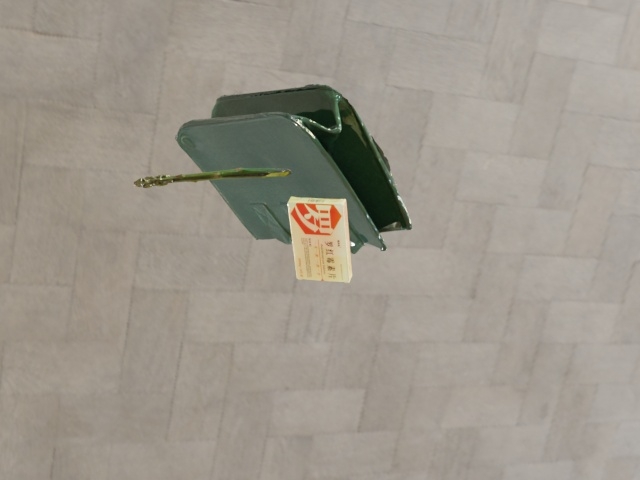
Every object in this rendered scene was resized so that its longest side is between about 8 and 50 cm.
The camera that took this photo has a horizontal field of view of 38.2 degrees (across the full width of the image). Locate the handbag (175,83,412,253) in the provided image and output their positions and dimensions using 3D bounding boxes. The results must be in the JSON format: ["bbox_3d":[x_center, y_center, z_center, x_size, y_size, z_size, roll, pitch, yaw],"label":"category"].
[{"bbox_3d":[-0.040,-0.094,1.267,0.089,0.326,0.238,-46,118,-26],"label":"handbag"}]

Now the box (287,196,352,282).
[{"bbox_3d":[0.000,0.000,0.940,0.058,0.015,0.093,2,121,14],"label":"box"}]

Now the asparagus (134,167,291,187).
[{"bbox_3d":[-0.113,-0.067,0.965,0.166,0.013,0.016,-3,101,1],"label":"asparagus"}]
